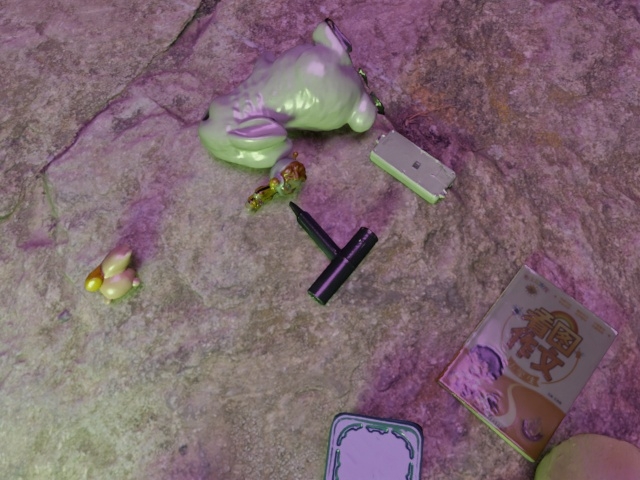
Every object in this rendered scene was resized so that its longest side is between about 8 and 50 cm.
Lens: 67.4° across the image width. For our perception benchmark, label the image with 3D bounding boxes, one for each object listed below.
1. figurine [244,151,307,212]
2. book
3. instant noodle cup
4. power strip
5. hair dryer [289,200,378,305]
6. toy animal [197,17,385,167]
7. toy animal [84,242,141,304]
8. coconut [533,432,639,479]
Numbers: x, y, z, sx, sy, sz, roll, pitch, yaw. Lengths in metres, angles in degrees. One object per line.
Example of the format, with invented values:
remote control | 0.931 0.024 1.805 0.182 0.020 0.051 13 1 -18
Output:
figurine | -0.089 -0.111 0.974 0.068 0.143 0.101 54 37 11
book | 0.382 0.214 0.883 0.207 0.020 0.295 38 74 15
instant noodle cup | 0.085 0.385 0.794 0.156 0.070 0.179 8 70 5
power strip | 0.195 -0.159 1.017 0.192 0.035 0.081 38 74 13
hair dryer | -0.013 0.008 0.954 0.194 0.050 0.173 35 73 17
toy animal | -0.079 -0.272 0.994 0.357 0.194 0.258 -34 75 0
toy animal | -0.386 0.064 0.924 0.082 0.091 0.114 42 87 -14
coconut | 0.411 0.431 0.675 0.239 0.239 0.244 35 39 13
